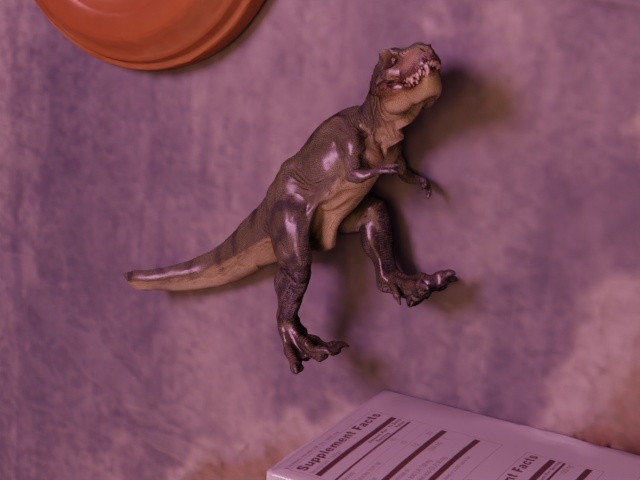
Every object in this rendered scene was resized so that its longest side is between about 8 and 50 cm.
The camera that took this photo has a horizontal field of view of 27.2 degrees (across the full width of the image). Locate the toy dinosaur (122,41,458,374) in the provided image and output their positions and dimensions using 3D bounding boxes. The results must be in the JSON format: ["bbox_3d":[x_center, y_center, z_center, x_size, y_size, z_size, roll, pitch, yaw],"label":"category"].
[{"bbox_3d":[0.000,0.000,0.738,0.268,0.064,0.118,-39,76,35],"label":"toy dinosaur"}]

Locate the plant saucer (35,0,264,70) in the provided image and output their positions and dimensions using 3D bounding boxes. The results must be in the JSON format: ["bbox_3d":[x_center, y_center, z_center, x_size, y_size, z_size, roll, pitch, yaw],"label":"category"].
[{"bbox_3d":[-0.112,-0.196,0.761,0.200,0.037,0.200,8,107,28],"label":"plant saucer"}]

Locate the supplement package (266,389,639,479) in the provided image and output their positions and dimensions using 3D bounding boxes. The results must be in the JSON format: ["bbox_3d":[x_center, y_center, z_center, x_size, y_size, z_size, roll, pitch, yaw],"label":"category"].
[{"bbox_3d":[0.105,0.185,0.679,0.244,0.134,0.139,11,108,28],"label":"supplement package"}]
